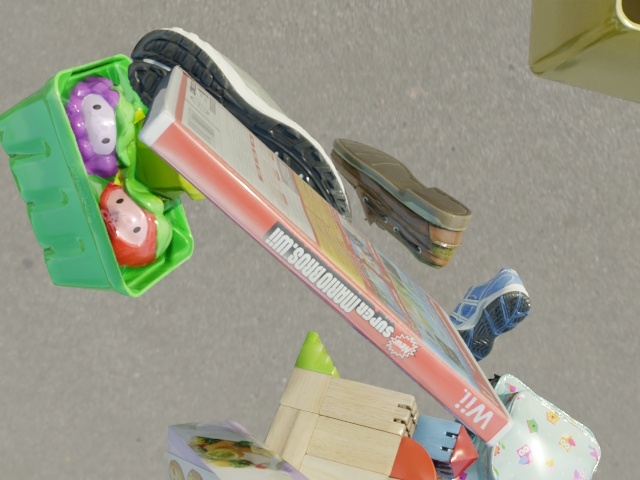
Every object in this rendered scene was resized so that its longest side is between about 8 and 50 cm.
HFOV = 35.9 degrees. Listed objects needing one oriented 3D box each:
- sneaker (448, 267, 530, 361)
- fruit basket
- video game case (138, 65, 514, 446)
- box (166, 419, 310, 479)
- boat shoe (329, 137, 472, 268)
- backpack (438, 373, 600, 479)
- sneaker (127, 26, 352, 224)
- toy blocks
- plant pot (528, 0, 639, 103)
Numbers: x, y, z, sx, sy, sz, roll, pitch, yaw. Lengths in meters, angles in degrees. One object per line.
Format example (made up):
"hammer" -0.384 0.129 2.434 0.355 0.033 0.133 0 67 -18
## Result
"sneaker" 0.244 0.125 1.540 0.080 0.081 0.211 33 125 -24
"fruit basket" -0.281 -0.120 1.597 0.392 0.283 0.391 6 110 17
"video game case" 0.000 0.000 0.659 0.285 0.204 0.025 42 98 -16
"box" -0.041 0.199 0.705 0.063 0.324 0.067 -2 96 -23
"boat shoe" 0.104 -0.063 1.571 0.111 0.307 0.104 1 118 -37
"backpack" 0.228 0.274 1.184 0.166 0.144 0.188 37 76 -9
"sneaker" -0.064 -0.103 0.969 0.100 0.108 0.271 -42 90 18
"toy blocks" 0.050 0.305 1.034 0.261 0.381 0.190 10 148 21
"plant pot" 0.298 -0.227 0.876 0.212 0.212 0.187 10 165 -18
